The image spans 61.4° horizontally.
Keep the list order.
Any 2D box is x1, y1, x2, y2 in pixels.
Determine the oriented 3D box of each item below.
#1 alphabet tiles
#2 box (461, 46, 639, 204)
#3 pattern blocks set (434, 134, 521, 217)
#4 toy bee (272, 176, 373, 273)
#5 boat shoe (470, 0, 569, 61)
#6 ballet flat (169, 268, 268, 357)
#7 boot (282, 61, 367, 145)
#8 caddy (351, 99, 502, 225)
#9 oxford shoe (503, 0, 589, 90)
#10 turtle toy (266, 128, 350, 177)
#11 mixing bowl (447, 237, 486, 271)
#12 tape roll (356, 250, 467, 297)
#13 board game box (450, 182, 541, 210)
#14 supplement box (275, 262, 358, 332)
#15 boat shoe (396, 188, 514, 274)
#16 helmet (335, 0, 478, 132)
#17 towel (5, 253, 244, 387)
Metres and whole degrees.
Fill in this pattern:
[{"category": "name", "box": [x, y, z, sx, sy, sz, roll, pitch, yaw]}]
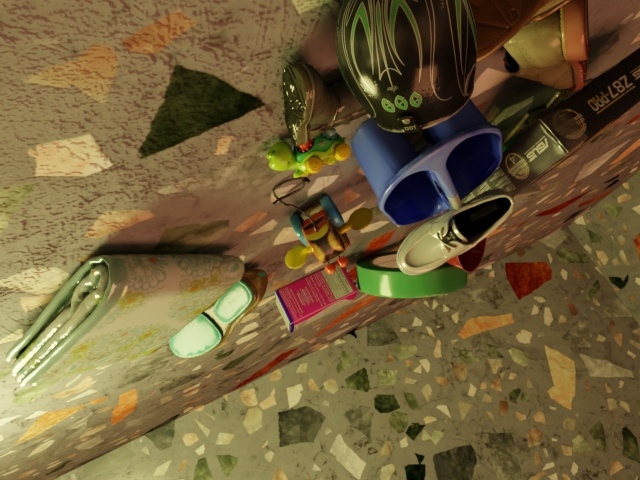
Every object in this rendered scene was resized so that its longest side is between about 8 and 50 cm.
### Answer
[{"category": "alphabet tiles", "box": [0.579, -0.291, 1.400, 0.284, 0.011, 0.343, -22, 161, -22]}, {"category": "box", "box": [0.506, -0.212, 1.183, 0.318, 0.097, 0.395, -31, 170, -18]}, {"category": "pattern blocks set", "box": [0.392, -0.154, 1.383, 0.285, 0.026, 0.325, -30, 165, -28]}, {"category": "toy bee", "box": [0.000, 0.000, 1.082, 0.195, 0.162, 0.298, -37, 160, 29]}, {"category": "boat shoe", "box": [0.280, -0.346, 0.682, 0.342, 0.123, 0.123, -38, -170, 10]}, {"category": "ballet flat", "box": [-0.238, 0.174, 1.319, 0.342, 0.116, 0.124, -45, 176, 31]}, {"category": "boot", "box": [0.054, -0.211, 0.732, 0.208, 0.076, 0.189, -19, 175, -8]}, {"category": "caddy", "box": [0.208, -0.137, 0.992, 0.241, 0.179, 0.341, -32, 162, 12]}, {"category": "oxford shoe", "box": [0.378, -0.325, 0.906, 0.130, 0.123, 0.348, -2, 179, 26]}, {"category": "turtle toy", "box": [-0.018, -0.136, 0.832, 0.130, 0.066, 0.095, -26, -172, -12]}, {"category": "mixing bowl", "box": [0.362, -0.009, 1.445, 0.098, 0.182, 0.181, 4, -173, 40]}, {"category": "tape roll", "box": [0.266, 0.092, 1.585, 0.320, 0.077, 0.321, -5, -172, 1]}, {"category": "board game box", "box": [0.503, -0.091, 1.690, 0.223, 0.098, 0.303, -10, 153, -42]}, {"category": "supplement box", "box": [-0.013, 0.165, 1.584, 0.219, 0.114, 0.111, -23, 160, -13]}, {"category": "boat shoe", "box": [0.270, -0.013, 1.084, 0.267, 0.096, 0.088, -29, 178, 12]}, {"category": "helmet", "box": [0.094, -0.223, 0.598, 0.169, 0.169, 0.162, -28, 127, -1]}, {"category": "towel", "box": [-0.370, 0.140, 1.034, 0.374, 0.090, 0.320, -38, 163, 26]}]
